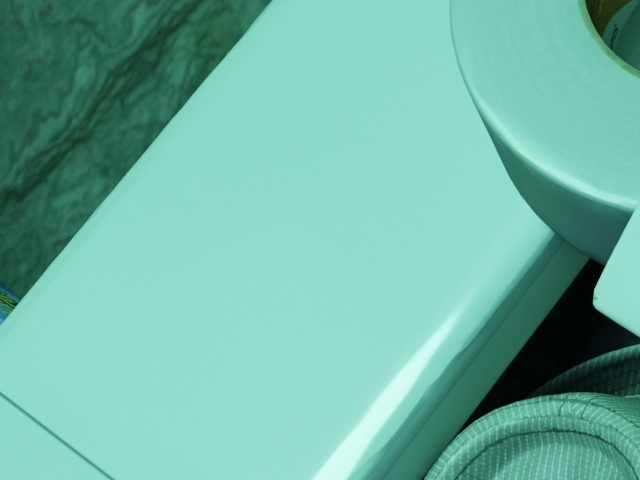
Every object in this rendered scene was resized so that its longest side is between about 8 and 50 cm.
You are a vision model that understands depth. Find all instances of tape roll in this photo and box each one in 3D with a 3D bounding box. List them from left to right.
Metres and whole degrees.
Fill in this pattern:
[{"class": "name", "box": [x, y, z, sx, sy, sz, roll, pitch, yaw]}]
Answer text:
[{"class": "tape roll", "box": [0.165, -0.090, 0.716, 0.219, 0.072, 0.219, -9, 60, 16]}]

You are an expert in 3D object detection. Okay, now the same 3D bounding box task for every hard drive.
[{"class": "hard drive", "box": [0.000, 0.000, 0.822, 0.233, 0.047, 0.353, 28, 74, 42]}]

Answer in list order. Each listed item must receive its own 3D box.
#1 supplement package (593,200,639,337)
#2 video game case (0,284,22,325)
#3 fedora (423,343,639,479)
[{"class": "supplement package", "box": [0.262, -0.003, 0.529, 0.198, 0.262, 0.199, 34, 102, 41]}, {"class": "video game case", "box": [-0.233, 0.145, 1.069, 0.269, 0.061, 0.244, 29, 100, 42]}, {"class": "fedora", "box": [0.105, 0.171, 0.716, 0.243, 0.124, 0.275, 15, 88, 44]}]
